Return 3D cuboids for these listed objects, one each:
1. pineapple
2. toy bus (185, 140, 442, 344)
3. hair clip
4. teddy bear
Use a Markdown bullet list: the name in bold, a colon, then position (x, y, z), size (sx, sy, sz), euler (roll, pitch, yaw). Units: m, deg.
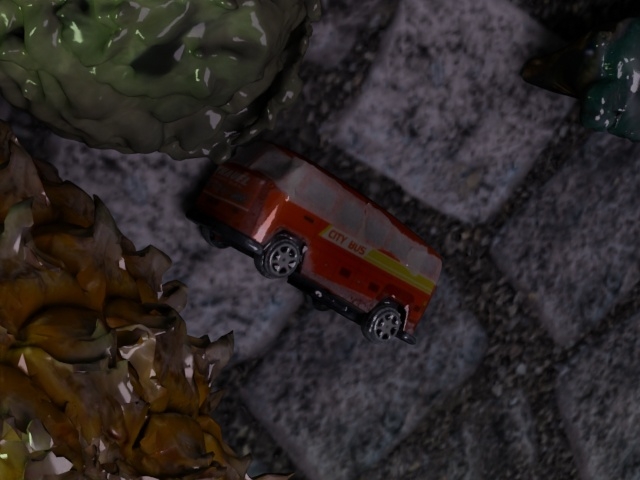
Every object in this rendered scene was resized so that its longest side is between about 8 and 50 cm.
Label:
- **pineapple**: position (-0.197, 0.115, 0.813), size (0.352, 0.300, 0.352), euler (-18, 130, -22)
- **toy bus**: position (0.000, 0.000, 1.018), size (0.174, 0.079, 0.077), euler (34, 86, -40)
- **hair clip**: position (0.290, -0.121, 1.146), size (0.358, 0.110, 0.095), euler (-3, 157, -37)
- **teddy bear**: position (-0.056, -0.182, 0.794), size (0.357, 0.224, 0.367), euler (-9, 124, -14)
